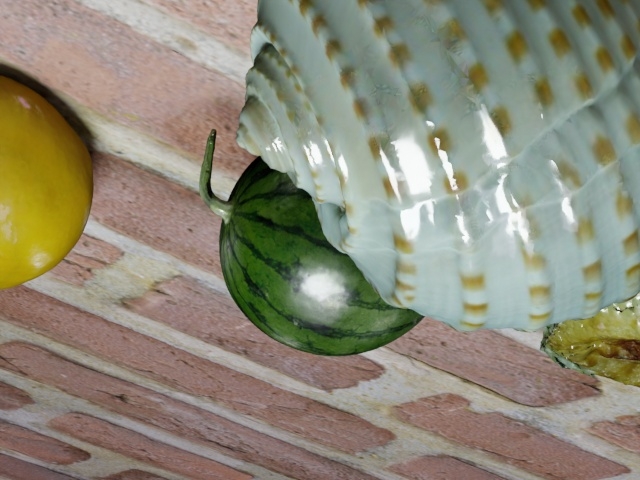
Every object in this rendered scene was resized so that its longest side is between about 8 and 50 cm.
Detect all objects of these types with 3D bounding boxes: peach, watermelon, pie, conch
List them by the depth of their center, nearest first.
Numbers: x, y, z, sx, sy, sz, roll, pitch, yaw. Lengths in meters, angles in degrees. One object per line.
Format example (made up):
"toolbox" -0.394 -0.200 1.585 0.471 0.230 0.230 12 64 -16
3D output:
"conch" 0.114 -0.075 0.899 0.319 0.215 0.303 -11 105 17
"watermelon" 0.000 0.000 1.218 0.214 0.188 0.188 14 157 -18
"peach" -0.322 -0.058 1.310 0.251 0.153 0.251 3 141 2
"pie" 0.356 0.090 1.358 0.288 0.103 0.355 19 158 -2
